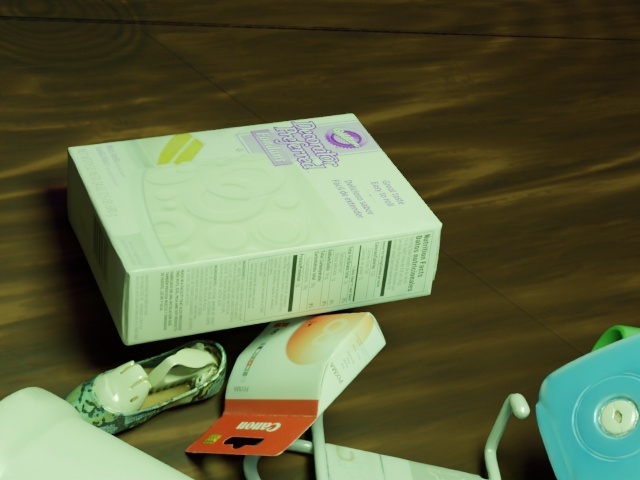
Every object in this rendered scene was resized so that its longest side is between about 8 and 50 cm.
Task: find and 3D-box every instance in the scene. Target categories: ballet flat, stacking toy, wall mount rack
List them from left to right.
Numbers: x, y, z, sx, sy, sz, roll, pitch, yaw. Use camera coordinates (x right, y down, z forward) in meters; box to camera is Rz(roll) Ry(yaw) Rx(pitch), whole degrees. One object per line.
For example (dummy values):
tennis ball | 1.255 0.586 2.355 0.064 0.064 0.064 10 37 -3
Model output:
ballet flat | -0.169 0.137 1.456 0.188 0.070 0.070 -19 62 -41
wall mount rack | 0.110 0.247 1.430 0.350 0.131 0.304 14 30 -14
stacking toy | 0.361 0.237 1.585 0.302 0.165 0.175 42 26 -51

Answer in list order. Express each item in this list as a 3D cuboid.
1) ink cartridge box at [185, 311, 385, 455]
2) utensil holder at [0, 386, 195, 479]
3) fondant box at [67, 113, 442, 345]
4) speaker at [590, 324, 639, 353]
ink cartridge box | -0.042 0.138 1.456 0.179 0.145 0.045 -41 113 -37
utensil holder | -0.115 0.332 1.053 0.385 0.328 0.328 25 41 10
fondant box | -0.075 -0.021 1.544 0.330 0.096 0.238 -8 36 -21
speaker | 0.452 0.202 1.719 0.296 0.131 0.131 23 42 -10
